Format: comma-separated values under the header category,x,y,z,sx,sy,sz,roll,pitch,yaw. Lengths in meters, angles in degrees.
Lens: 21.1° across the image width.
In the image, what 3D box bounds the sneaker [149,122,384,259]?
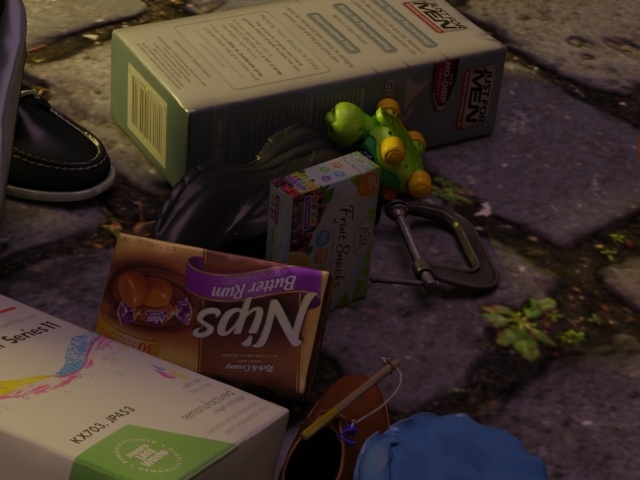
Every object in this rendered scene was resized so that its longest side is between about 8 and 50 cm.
category,x,y,z,sx,sy,sz,roll,pitch,yaw
sneaker,-0.048,-0.018,1.598,0.130,0.109,0.286,33,44,24

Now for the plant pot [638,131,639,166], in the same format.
category,x,y,z,sx,sy,sz,roll,pitch,yaw
plant pot,0.436,-0.053,1.600,0.272,0.272,0.265,-3,27,-13

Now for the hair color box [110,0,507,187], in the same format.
category,x,y,z,sx,sy,sz,roll,pitch,yaw
hair color box,-0.013,-0.166,1.809,0.375,0.113,0.185,-14,39,-26

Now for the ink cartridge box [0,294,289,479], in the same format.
category,x,y,z,sx,sy,sz,roll,pitch,yaw
ink cartridge box,-0.229,0.140,1.271,0.354,0.119,0.207,19,18,19

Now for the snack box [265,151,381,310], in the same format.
category,x,y,z,sx,sy,sz,roll,pitch,yaw
snack box,0.000,0.000,1.538,0.100,0.141,0.037,-22,42,-34

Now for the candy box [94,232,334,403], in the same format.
category,x,y,z,sx,sy,sz,roll,pitch,yaw
candy box,-0.090,0.066,1.458,0.187,0.053,0.109,11,76,9

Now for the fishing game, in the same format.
category,x,y,z,sx,sy,sz,roll,pitch,yaw
fishing game,0.109,0.209,1.306,0.264,0.041,0.189,37,40,11

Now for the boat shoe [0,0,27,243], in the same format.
category,x,y,z,sx,sy,sz,roll,pitch,yaw
boat shoe,-0.349,-0.055,1.582,0.136,0.156,0.367,8,63,-4

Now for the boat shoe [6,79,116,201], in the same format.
category,x,y,z,sx,sy,sz,roll,pitch,yaw
boat shoe,-0.337,-0.127,1.718,0.303,0.091,0.114,20,36,19

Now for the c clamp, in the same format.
category,x,y,z,sx,sy,sz,roll,pitch,yaw
c clamp,0.103,0.003,1.635,0.137,0.022,0.160,12,30,-15

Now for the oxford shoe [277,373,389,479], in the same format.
category,x,y,z,sx,sy,sz,roll,pitch,yaw
oxford shoe,0.013,0.162,1.360,0.076,0.076,0.212,10,32,10

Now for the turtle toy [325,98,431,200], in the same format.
category,x,y,z,sx,sy,sz,roll,pitch,yaw
turtle toy,0.058,-0.093,1.724,0.066,0.130,0.095,-30,33,19

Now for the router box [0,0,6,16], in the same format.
category,x,y,z,sx,sy,sz,roll,pitch,yaw
router box,-0.430,-0.213,1.459,0.309,0.081,0.243,0,28,-4
